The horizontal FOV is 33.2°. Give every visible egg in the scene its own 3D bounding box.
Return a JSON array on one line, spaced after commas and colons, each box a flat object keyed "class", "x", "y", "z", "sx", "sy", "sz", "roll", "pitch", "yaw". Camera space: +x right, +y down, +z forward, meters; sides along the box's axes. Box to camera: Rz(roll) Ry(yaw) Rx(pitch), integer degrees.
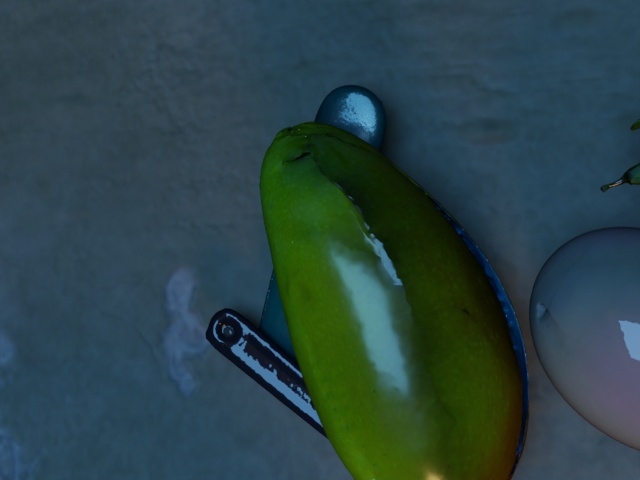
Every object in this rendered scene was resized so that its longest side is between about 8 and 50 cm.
[{"class": "egg", "x": 0.169, "y": 0.053, "z": 0.547, "sx": 0.135, "sy": 0.103, "sz": 0.103, "roll": 43, "pitch": 99, "yaw": 15}]

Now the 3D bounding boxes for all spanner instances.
[{"class": "spanner", "x": 0.012, "y": 0.113, "z": 0.634, "sx": 0.208, "sy": 0.012, "sz": 0.046, "roll": 39, "pitch": 101, "yaw": 11}]

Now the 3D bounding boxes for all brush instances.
[{"class": "brush", "x": 0.000, "y": 0.000, "z": 0.649, "sx": 0.043, "sy": 0.032, "sz": 0.193, "roll": 20, "pitch": 105, "yaw": 14}]

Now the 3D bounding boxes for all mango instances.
[{"class": "mango", "x": 0.039, "y": 0.037, "z": 0.579, "sx": 0.111, "sy": 0.125, "sz": 0.232, "roll": -27, "pitch": 79, "yaw": 21}]

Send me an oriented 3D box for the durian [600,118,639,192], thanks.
[{"class": "durian", "x": 0.264, "y": -0.031, "z": 0.530, "sx": 0.221, "sy": 0.095, "sz": 0.137, "roll": 19, "pitch": 57, "yaw": 20}]
